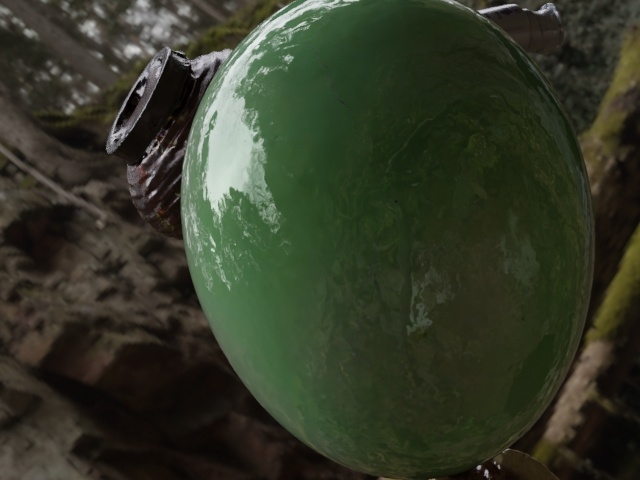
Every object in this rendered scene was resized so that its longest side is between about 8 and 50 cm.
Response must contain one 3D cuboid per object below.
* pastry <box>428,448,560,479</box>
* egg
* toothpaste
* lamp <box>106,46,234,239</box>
[{"bbox_3d":[0.233,0.420,1.674,0.236,0.256,0.170,12,-30,-22],"label":"pastry"},{"bbox_3d":[0.037,-0.004,0.673,0.220,0.220,0.270,-11,-88,-44],"label":"egg"},{"bbox_3d":[0.169,-0.260,1.591,0.299,0.114,0.073,-9,-77,-21],"label":"toothpaste"},{"bbox_3d":[-0.122,-0.109,1.444,0.247,0.247,0.247,-30,-42,-30],"label":"lamp"}]
